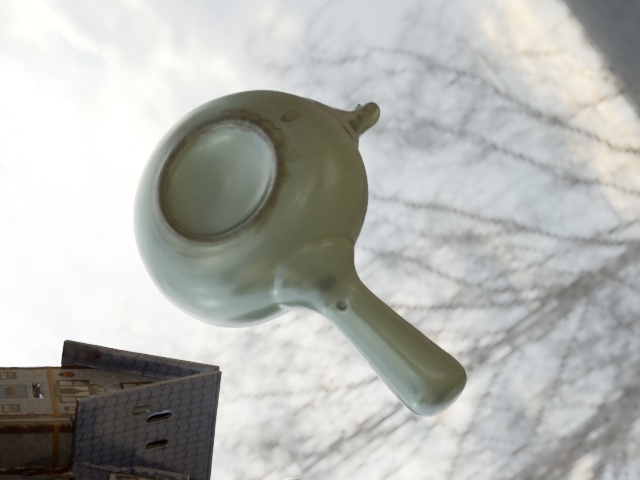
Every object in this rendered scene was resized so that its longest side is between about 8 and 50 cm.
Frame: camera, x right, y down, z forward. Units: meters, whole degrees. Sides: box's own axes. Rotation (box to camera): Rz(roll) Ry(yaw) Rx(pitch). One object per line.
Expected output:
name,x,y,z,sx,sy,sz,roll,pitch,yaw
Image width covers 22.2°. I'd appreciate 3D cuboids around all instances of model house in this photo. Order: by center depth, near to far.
model house,-0.072,0.078,0.488,0.088,0.117,0.167,1,-161,-14

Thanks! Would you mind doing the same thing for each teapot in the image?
teapot,-0.031,0.022,1.353,0.149,0.220,0.318,40,-151,-56

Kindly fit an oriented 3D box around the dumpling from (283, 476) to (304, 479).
dumpling,-0.021,0.278,1.462,0.215,0.126,0.166,34,178,20
